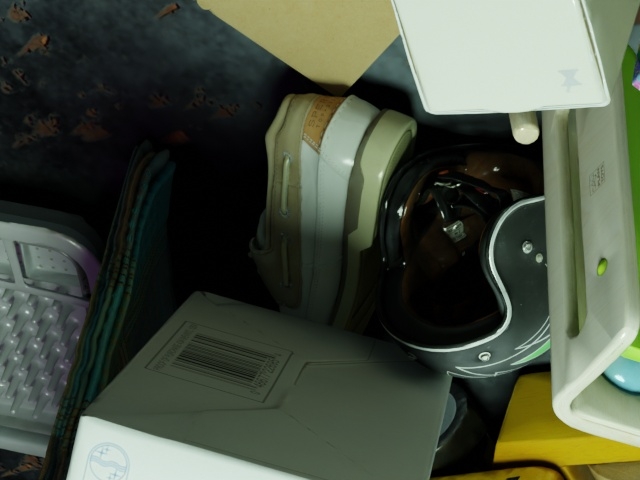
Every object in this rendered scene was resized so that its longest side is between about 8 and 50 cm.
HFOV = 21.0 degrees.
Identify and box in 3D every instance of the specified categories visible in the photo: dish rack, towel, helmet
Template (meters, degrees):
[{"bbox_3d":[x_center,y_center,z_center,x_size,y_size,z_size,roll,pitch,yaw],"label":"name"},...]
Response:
[{"bbox_3d":[-0.306,0.071,1.614,0.285,0.072,0.333,9,136,12],"label":"dish rack"},{"bbox_3d":[-0.166,0.139,1.410,0.040,0.370,0.271,7,137,3],"label":"towel"},{"bbox_3d":[0.124,0.021,1.309,0.169,0.169,0.162,8,114,15],"label":"helmet"}]

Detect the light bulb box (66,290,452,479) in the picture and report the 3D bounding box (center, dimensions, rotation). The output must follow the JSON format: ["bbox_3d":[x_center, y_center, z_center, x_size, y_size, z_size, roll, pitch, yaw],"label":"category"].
[{"bbox_3d":[-0.060,0.268,1.245,0.225,0.358,0.361,15,102,5],"label":"light bulb box"}]

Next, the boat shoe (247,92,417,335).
[{"bbox_3d":[0.000,0.000,1.399,0.103,0.113,0.302,23,134,12],"label":"boat shoe"}]

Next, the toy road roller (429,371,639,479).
[{"bbox_3d":[0.191,0.261,1.479,0.329,0.241,0.202,-11,129,31],"label":"toy road roller"}]

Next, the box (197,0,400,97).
[{"bbox_3d":[0.001,-0.205,1.243,0.164,0.021,0.201,33,136,-12],"label":"box"}]

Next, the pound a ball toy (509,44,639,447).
[{"bbox_3d":[0.181,-0.030,1.165,0.208,0.319,0.136,16,140,-16],"label":"pound a ball toy"}]

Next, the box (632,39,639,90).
[{"bbox_3d":[0.391,-0.157,1.020,0.279,0.177,0.290,30,137,-11],"label":"box"}]

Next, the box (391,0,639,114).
[{"bbox_3d":[0.135,-0.194,1.011,0.113,0.275,0.094,-2,131,24],"label":"box"}]
